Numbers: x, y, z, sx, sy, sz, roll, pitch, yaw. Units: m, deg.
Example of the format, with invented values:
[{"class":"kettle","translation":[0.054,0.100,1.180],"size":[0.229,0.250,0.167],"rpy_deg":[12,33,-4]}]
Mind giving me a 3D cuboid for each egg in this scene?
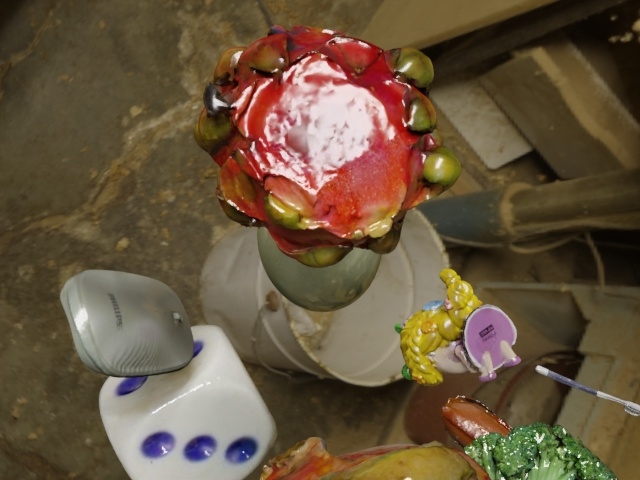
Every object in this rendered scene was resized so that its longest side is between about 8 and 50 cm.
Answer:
[{"class":"egg","translation":[0.000,0.000,1.163],"size":[0.187,0.187,0.253],"rpy_deg":[-33,139,-26]}]

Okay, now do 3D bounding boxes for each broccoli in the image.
[{"class":"broccoli","translation":[0.297,0.399,1.106],"size":[0.270,0.270,0.269],"rpy_deg":[-15,94,-53]}]

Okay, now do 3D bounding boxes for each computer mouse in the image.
[{"class":"computer mouse","translation":[-0.324,0.143,1.380],"size":[0.331,0.095,0.197],"rpy_deg":[12,55,-66]}]

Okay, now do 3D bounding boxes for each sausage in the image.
[{"class":"sausage","translation":[0.382,0.438,1.573],"size":[0.330,0.102,0.102],"rpy_deg":[36,64,22]}]

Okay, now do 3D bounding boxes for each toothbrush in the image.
[{"class":"toothbrush","translation":[0.684,0.382,1.996],"size":[0.288,0.026,0.024],"rpy_deg":[22,35,3]}]

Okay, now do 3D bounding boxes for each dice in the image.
[{"class":"dice","translation":[-0.284,0.373,1.691],"size":[0.304,0.304,0.276],"rpy_deg":[-30,115,-9]}]

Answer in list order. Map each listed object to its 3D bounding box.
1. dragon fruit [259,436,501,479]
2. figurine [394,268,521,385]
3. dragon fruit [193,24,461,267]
[{"class":"dragon fruit","translation":[-0.009,0.263,0.455],"size":[0.263,0.314,0.296],"rpy_deg":[2,61,-29]},{"class":"figurine","translation":[0.124,0.092,0.818],"size":[0.095,0.156,0.114],"rpy_deg":[-16,85,-24]},{"class":"dragon fruit","translation":[-0.008,-0.112,0.766],"size":[0.228,0.243,0.307],"rpy_deg":[-20,66,-14]}]
